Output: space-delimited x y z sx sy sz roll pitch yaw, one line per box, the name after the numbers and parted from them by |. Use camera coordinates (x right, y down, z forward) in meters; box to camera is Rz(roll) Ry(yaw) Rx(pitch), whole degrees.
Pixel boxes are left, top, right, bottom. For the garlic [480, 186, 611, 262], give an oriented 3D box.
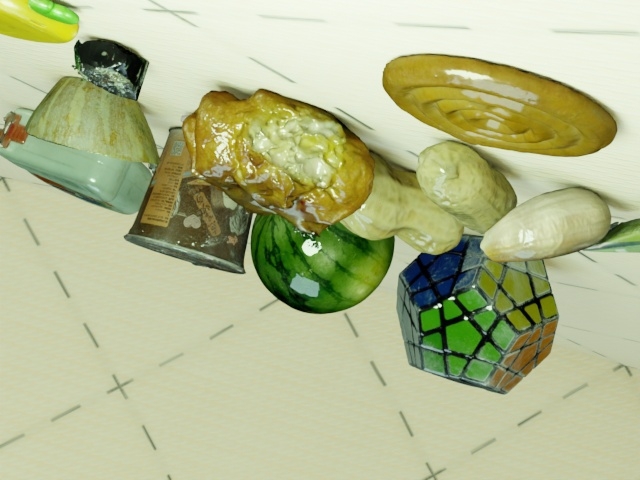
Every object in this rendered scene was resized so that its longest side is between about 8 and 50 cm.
0.315 -0.023 1.699 0.196 0.087 0.101 -17 176 -25 | garlic

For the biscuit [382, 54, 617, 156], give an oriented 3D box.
0.187 -0.139 1.387 0.262 0.037 0.262 16 174 2 | biscuit

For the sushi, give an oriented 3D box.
-0.281 -0.229 1.687 0.085 0.056 0.083 14 173 10 | sushi

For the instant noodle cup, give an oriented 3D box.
-0.202 -0.067 2.176 0.217 0.207 0.217 15 174 2 | instant noodle cup

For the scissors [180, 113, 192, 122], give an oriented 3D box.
-0.110 -0.160 1.997 0.212 0.021 0.110 16 175 11 | scissors

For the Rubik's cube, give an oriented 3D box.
0.288 0.135 2.403 0.319 0.319 0.264 9 144 47 | Rubik's cube

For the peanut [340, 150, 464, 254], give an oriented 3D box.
0.109 -0.052 1.913 0.274 0.125 0.111 20 153 -30 | peanut

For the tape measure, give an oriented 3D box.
-0.455 -0.152 2.457 0.243 0.125 0.246 21 173 22 | tape measure

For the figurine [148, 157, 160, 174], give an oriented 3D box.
-0.296 -0.134 2.575 0.060 0.047 0.106 -26 145 22 | figurine

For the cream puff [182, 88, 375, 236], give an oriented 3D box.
-0.053 -0.111 1.747 0.269 0.155 0.241 21 170 20 | cream puff

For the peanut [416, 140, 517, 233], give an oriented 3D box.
0.193 -0.072 1.701 0.214 0.090 0.098 32 -155 -59 | peanut

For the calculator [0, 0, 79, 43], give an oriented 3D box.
-0.384 -0.282 1.602 0.146 0.032 0.235 22 173 -41 | calculator

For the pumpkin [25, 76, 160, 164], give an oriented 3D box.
-0.347 -0.192 2.012 0.217 0.110 0.217 10 -176 -1 | pumpkin

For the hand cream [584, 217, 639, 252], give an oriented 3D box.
0.443 -0.008 1.672 0.086 0.055 0.235 -29 -168 -31 | hand cream

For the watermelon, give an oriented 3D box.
0.003 0.002 2.126 0.242 0.242 0.242 16 173 2 | watermelon
